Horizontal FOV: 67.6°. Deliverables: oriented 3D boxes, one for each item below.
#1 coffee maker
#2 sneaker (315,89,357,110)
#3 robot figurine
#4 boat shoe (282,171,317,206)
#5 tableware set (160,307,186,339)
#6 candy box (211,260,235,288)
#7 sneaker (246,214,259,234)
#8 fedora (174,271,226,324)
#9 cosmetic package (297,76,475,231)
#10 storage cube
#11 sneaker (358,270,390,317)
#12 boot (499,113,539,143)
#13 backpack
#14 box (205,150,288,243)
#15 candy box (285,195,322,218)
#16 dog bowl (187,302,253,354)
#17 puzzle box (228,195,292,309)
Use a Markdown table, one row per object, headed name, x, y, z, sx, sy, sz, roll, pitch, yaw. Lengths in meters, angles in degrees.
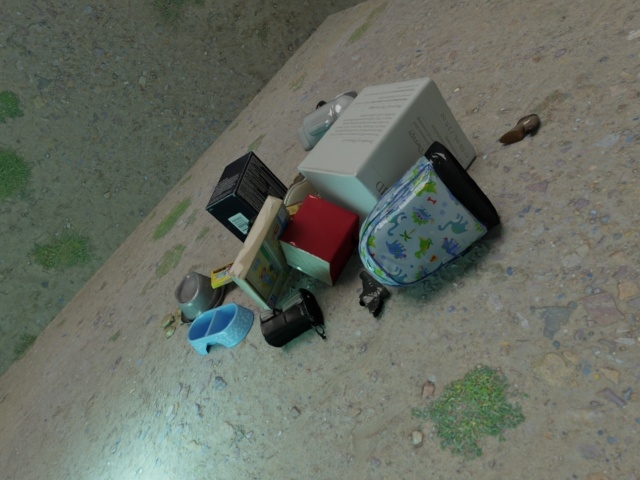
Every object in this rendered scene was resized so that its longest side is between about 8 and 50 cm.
| name | x | y | z | sx | sy | sz | roll | pitch | yaw |
| --- | --- | --- | --- | --- | --- | --- | --- | --- | --- |
| coffee maker | -0.091 | 0.259 | 1.486 | 0.178 | 0.120 | 0.171 | -34 | 33 | 16 |
| sneaker | 0.064 | -0.696 | 2.463 | 0.269 | 0.101 | 0.153 | -37 | 34 | 16 |
| robot figurine | 0.063 | -0.526 | 2.170 | 0.354 | 0.199 | 0.300 | -21 | 9 | 34 |
| boat shoe | -0.078 | -0.224 | 2.057 | 0.097 | 0.116 | 0.324 | -9 | 41 | 50 |
| tableware set | -0.636 | 0.347 | 2.096 | 0.169 | 0.020 | 0.141 | -39 | 34 | 2 |
| candy box | -0.353 | 0.124 | 1.979 | 0.206 | 0.027 | 0.105 | -22 | 36 | 1 |
| sneaker | -0.202 | 0.054 | 1.711 | 0.098 | 0.135 | 0.275 | -3 | 77 | 39 |
| fedora | -0.524 | 0.220 | 2.010 | 0.244 | 0.124 | 0.275 | -29 | 34 | 14 |
| cosmetic package | 0.214 | -0.256 | 1.551 | 0.393 | 0.329 | 0.328 | -53 | 33 | -13 |
| storage cube | 0.000 | 0.000 | 1.564 | 0.215 | 0.183 | 0.193 | 24 | 66 | 16 |
| sneaker | 0.140 | 0.156 | 1.409 | 0.089 | 0.051 | 0.170 | -42 | 34 | -7 |
| boot | 0.619 | -0.350 | 1.486 | 0.119 | 0.042 | 0.086 | -14 | 36 | 37 |
| backpack | 0.262 | -0.036 | 1.286 | 0.356 | 0.290 | 0.273 | -36 | 14 | 25 |
| box | -0.293 | -0.166 | 2.056 | 0.183 | 0.296 | 0.293 | -23 | 36 | 32 |
| candy box | -0.058 | -0.134 | 1.896 | 0.109 | 0.053 | 0.187 | -7 | 15 | 45 |
| dog bowl | -0.383 | 0.324 | 1.785 | 0.298 | 0.074 | 0.165 | -22 | 38 | 32 |
| puzzle box | -0.164 | 0.059 | 1.557 | 0.052 | 0.409 | 0.271 | 21 | 74 | 14 |
